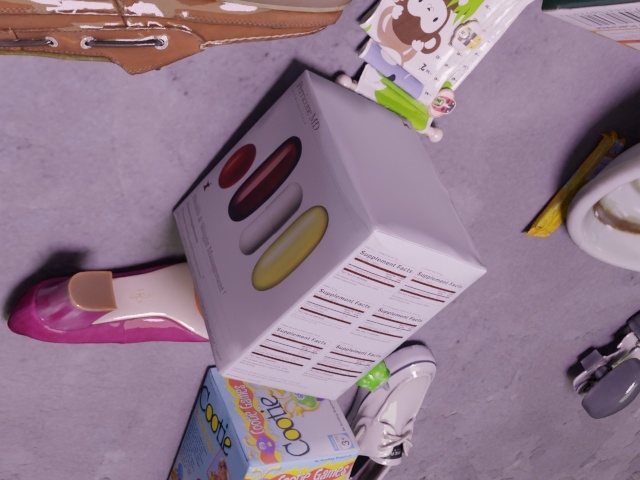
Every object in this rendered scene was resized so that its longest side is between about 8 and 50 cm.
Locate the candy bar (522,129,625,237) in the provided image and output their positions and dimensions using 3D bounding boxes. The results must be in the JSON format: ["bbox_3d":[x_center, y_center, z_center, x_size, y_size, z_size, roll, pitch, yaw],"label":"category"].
[{"bbox_3d":[0.293,-0.060,1.204,0.040,0.018,0.161,7,128,-40],"label":"candy bar"}]

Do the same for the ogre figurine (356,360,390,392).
[{"bbox_3d":[0.010,0.100,1.133,0.097,0.118,0.197,-30,140,2],"label":"ogre figurine"}]

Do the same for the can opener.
[{"bbox_3d":[0.478,0.143,1.464,0.283,0.095,0.076,-40,140,13],"label":"can opener"}]

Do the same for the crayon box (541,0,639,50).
[{"bbox_3d":[0.382,-0.211,0.947,0.323,0.203,0.083,10,89,-40],"label":"crayon box"}]

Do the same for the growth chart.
[{"bbox_3d":[0.115,-0.204,0.951,0.172,0.021,0.237,16,123,-39],"label":"growth chart"}]

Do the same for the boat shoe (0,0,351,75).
[{"bbox_3d":[-0.129,-0.183,0.776,0.307,0.111,0.104,3,135,-19],"label":"boat shoe"}]

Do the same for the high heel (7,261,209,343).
[{"bbox_3d":[-0.183,0.074,1.047,0.117,0.082,0.244,-23,164,40],"label":"high heel"}]

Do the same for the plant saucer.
[{"bbox_3d":[0.477,-0.065,1.168,0.400,0.101,0.400,2,160,1],"label":"plant saucer"}]

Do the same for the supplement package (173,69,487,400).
[{"bbox_3d":[0.000,0.000,0.947,0.149,0.194,0.203,19,127,-42],"label":"supplement package"}]

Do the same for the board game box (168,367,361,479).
[{"bbox_3d":[-0.082,0.288,1.257,0.142,0.144,0.275,-2,134,-29],"label":"board game box"}]

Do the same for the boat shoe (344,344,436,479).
[{"bbox_3d":[0.077,0.248,1.349,0.096,0.088,0.267,10,127,-37],"label":"boat shoe"}]
